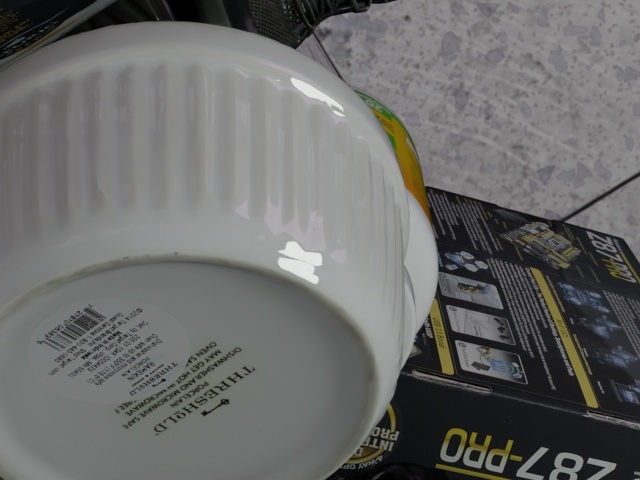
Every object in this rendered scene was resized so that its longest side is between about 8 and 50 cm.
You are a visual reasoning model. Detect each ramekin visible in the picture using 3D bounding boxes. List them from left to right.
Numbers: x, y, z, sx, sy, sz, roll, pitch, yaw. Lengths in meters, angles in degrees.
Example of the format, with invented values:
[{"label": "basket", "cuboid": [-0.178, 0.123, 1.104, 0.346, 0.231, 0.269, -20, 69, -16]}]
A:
[{"label": "ramekin", "cuboid": [-0.061, 0.026, 0.618, 0.207, 0.207, 0.109, 50, 23, -39]}]

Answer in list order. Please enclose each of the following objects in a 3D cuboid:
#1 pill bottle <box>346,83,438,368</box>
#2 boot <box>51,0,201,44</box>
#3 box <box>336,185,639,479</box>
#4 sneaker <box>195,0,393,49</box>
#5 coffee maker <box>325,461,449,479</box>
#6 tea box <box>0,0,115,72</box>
[{"label": "pill bottle", "cuboid": [0.000, 0.000, 0.909, 0.136, 0.136, 0.246, 55, 12, -18]}, {"label": "boot", "cuboid": [-0.149, -0.205, 1.014, 0.260, 0.131, 0.348, -52, 125, -73]}, {"label": "box", "cuboid": [0.118, 0.066, 1.146, 0.318, 0.097, 0.395, 12, 20, -8]}, {"label": "sneaker", "cuboid": [-0.008, -0.172, 0.989, 0.227, 0.130, 0.087, -67, 138, -65]}, {"label": "coffee maker", "cuboid": [0.051, 0.228, 0.856, 0.171, 0.120, 0.178, 9, 44, -46]}, {"label": "tea box", "cuboid": [-0.127, -0.240, 0.699, 0.220, 0.329, 0.323, 58, 9, -5]}]
